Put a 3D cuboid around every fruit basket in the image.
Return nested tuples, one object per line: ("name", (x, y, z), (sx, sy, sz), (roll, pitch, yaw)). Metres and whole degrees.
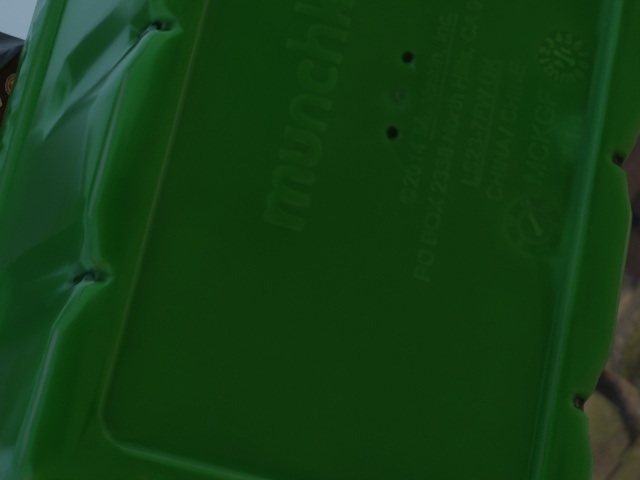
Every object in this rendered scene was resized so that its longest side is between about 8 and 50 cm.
("fruit basket", (0.000, 0.000, 0.597), (0.392, 0.283, 0.392), (-164, 90, -80))

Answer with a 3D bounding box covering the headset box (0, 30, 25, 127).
("headset box", (-0.227, 0.050, 0.777), (0.218, 0.110, 0.293), (-49, -33, -32))
